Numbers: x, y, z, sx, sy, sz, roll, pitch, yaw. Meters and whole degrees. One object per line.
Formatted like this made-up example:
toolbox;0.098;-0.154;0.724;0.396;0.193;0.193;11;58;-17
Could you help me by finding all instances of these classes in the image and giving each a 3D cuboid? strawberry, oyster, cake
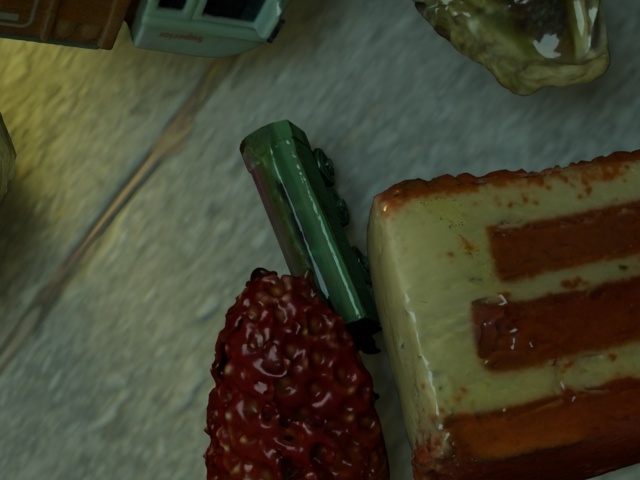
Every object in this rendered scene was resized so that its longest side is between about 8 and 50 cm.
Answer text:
strawberry;-0.028;0.111;0.733;0.121;0.082;0.188;9;122;33
oyster;0.103;-0.231;0.753;0.275;0.100;0.271;28;94;45
cake;0.144;0.027;0.662;0.262;0.159;0.158;-22;70;18

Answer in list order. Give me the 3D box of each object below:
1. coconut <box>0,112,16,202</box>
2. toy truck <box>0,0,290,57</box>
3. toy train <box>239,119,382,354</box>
coconut;-0.324;-0.056;0.853;0.245;0.247;0.245;-6;53;8
toy truck;-0.153;-0.193;0.757;0.162;0.305;0.136;118;146;-42
toy train;0.000;0.000;0.778;0.038;0.071;0.148;-29;71;18
